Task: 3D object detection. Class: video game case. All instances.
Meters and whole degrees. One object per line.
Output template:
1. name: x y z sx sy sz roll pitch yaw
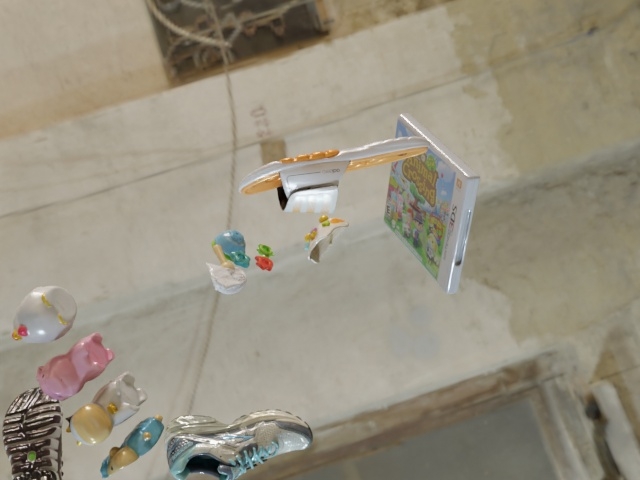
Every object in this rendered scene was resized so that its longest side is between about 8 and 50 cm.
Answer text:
1. video game case: 0.157 -0.058 1.343 0.212 0.023 0.193 -126 35 -50

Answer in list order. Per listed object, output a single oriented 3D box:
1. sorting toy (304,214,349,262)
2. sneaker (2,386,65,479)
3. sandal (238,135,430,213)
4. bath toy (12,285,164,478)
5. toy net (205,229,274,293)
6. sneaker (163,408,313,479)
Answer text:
1. sorting toy: 0.000 0.000 1.441 0.045 0.083 0.075 37 -161 -3
2. sneaker: -0.511 0.416 1.659 0.281 0.106 0.163 -106 10 -47
3. sandal: 0.023 -0.078 1.213 0.102 0.265 0.076 83 174 -84
4. bath toy: -0.433 0.247 1.614 0.348 0.129 0.151 56 -161 -3
5. toy net: -0.156 0.052 1.691 0.122 0.045 0.232 31 -156 -8
6. sneaker: -0.152 0.402 1.712 0.122 0.283 0.110 -100 7 -52
